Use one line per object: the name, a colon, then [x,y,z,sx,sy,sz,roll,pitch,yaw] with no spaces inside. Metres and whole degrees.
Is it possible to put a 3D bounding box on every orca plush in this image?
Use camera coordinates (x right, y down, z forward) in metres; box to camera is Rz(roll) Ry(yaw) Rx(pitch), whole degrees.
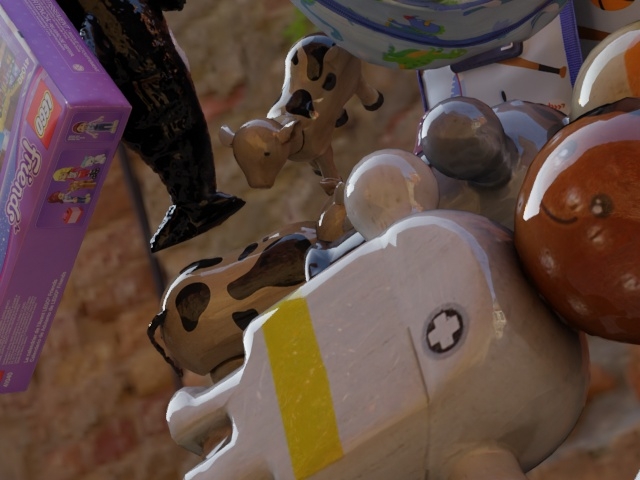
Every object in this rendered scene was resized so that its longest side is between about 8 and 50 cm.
orca plush: [-0.176,-0.127,1.416,0.151,0.287,0.102,-17,0,19]

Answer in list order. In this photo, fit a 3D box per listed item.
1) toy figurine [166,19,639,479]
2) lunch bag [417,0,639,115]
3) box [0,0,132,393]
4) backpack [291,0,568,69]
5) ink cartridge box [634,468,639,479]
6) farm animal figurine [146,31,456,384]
toy figurine: [0.088,0.053,0.421,0.148,0.209,0.213,-35,1,21]
lunch bag: [0.273,-0.213,1.645,0.386,0.327,0.239,-10,-3,13]
box: [-0.258,-0.048,1.410,0.057,0.201,0.293,-3,-48,-37]
backpack: [0.042,-0.286,1.185,0.290,0.355,0.273,-25,-4,-15]
ink cartridge box: [0.278,0.239,1.202,0.087,0.208,0.153,23,-83,-22]
farm animal figurine: [0.000,0.000,1.382,0.327,0.330,0.172,-39,-34,0]
